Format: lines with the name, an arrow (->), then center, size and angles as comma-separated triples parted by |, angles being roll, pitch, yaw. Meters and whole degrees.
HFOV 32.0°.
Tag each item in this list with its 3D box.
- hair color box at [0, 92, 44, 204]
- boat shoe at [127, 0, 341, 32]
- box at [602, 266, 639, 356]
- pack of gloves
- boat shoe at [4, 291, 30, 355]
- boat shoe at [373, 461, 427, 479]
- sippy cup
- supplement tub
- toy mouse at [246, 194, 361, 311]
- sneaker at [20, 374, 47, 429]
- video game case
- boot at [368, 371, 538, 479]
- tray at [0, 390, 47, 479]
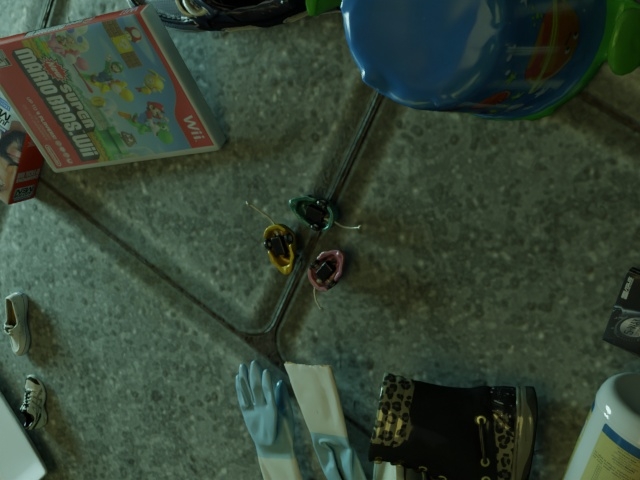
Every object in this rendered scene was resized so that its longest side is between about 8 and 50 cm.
hair color box -> -0.433, -0.146, 1.564 | 0.093, 0.053, 0.167 | 32, 118, 21
boat shoe -> -0.123, -0.298, 1.263 | 0.340, 0.158, 0.127 | 0, 102, 32
box -> 0.336, 0.078, 1.150 | 0.067, 0.018, 0.083 | 26, 115, 24
pack of gloves -> -0.011, 0.250, 1.398 | 0.195, 0.046, 0.232 | -4, 108, 45
boat shoe -> -0.456, 0.127, 1.659 | 0.035, 0.035, 0.100 | 15, 110, 29
boat shoe -> 0.127, 0.371, 1.333 | 0.099, 0.116, 0.320 | -6, 93, -10
sippy cup -> 0.141, -0.220, 1.075 | 0.305, 0.224, 0.240 | -24, 88, 35
supplement tub -> 0.320, 0.250, 1.129 | 0.144, 0.144, 0.200 | 27, 116, 24
toy mouse -> 0.000, 0.000, 1.338 | 0.143, 0.031, 0.161 | -23, 89, 35
sneaker -> -0.433, 0.244, 1.674 | 0.031, 0.037, 0.083 | -2, 99, 35
video game case -> -0.280, -0.184, 1.411 | 0.285, 0.025, 0.204 | -5, 129, 31
boot -> 0.139, 0.263, 1.247 | 0.178, 0.085, 0.237 | 9, 102, 4
tray -> -0.524, 0.277, 1.745 | 0.145, 0.030, 0.270 | -41, 79, 32
